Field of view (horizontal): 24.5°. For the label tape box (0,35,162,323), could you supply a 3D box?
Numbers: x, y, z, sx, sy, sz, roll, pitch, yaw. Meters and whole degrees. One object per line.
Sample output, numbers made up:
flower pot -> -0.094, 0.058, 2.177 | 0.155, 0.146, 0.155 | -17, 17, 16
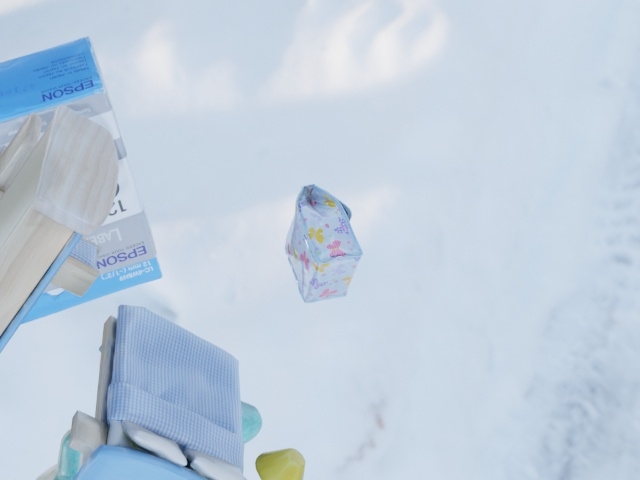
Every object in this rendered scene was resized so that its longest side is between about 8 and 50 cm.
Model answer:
label tape box -> -0.312, -0.019, 1.572 | 0.249, 0.347, 0.115 | -18, 40, -7

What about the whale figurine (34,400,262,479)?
whale figurine -> -0.159, 0.249, 1.391 | 0.272, 0.216, 0.141 | -46, 34, -10

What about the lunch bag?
lunch bag -> 0.000, 0.000, 1.272 | 0.053, 0.071, 0.083 | -12, 59, -20

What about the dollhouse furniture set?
dollhouse furniture set -> -0.128, 0.045, 1.189 | 0.198, 0.303, 0.286 | -50, 23, 26
